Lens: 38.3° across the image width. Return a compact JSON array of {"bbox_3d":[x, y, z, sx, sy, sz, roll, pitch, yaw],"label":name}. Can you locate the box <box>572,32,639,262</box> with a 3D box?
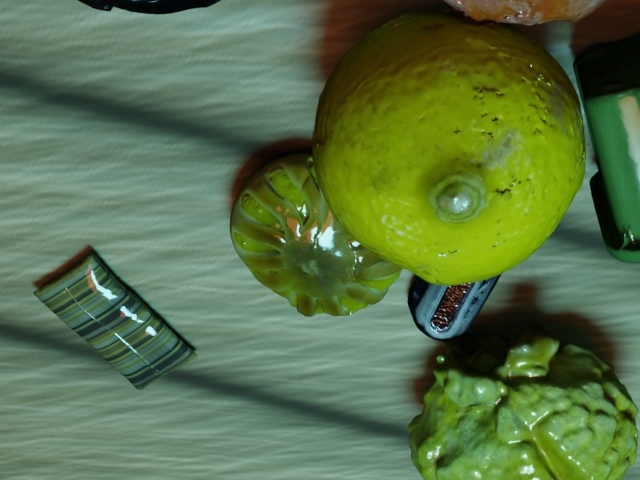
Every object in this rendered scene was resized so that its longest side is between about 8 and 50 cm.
[{"bbox_3d":[0.399,-0.131,0.848,0.328,0.253,0.178,-17,106,17],"label":"box"}]

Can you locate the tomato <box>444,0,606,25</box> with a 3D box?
[{"bbox_3d":[0.179,-0.287,0.784,0.208,0.208,0.184,5,119,3],"label":"tomato"}]

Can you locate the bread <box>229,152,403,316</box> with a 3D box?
[{"bbox_3d":[0.000,0.000,1.058,0.213,0.105,0.213,2,121,4],"label":"bread"}]

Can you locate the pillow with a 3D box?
[{"bbox_3d":[-0.266,0.112,1.200,0.113,0.038,0.203,-31,115,24],"label":"pillow"}]

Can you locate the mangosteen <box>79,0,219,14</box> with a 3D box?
[{"bbox_3d":[-0.152,-0.332,0.776,0.287,0.233,0.287,0,127,0],"label":"mangosteen"}]

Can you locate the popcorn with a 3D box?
[{"bbox_3d":[0.240,0.221,1.107,0.258,0.224,0.270,24,129,0],"label":"popcorn"}]

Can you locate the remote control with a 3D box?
[{"bbox_3d":[0.180,0.013,1.064,0.090,0.066,0.266,18,124,-10],"label":"remote control"}]

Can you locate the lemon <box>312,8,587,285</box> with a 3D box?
[{"bbox_3d":[0.119,-0.086,0.869,0.258,0.310,0.258,0,107,-1],"label":"lemon"}]
